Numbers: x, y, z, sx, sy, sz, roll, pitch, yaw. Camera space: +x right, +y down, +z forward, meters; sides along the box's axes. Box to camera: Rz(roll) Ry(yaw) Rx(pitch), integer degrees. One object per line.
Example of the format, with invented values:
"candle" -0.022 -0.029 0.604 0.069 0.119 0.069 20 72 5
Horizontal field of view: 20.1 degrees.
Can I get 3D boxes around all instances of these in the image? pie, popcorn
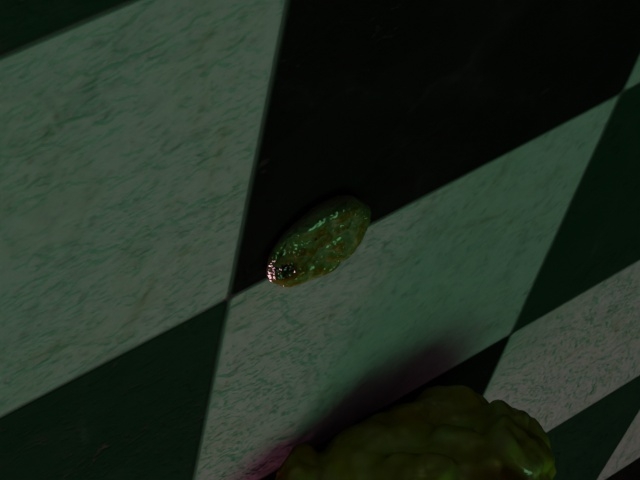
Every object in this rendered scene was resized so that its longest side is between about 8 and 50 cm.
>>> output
"pie" 0.000 0.000 1.188 0.085 0.017 0.085 -31 156 -16
"popcorn" 0.090 0.247 1.528 0.250 0.235 0.242 -23 -176 11
